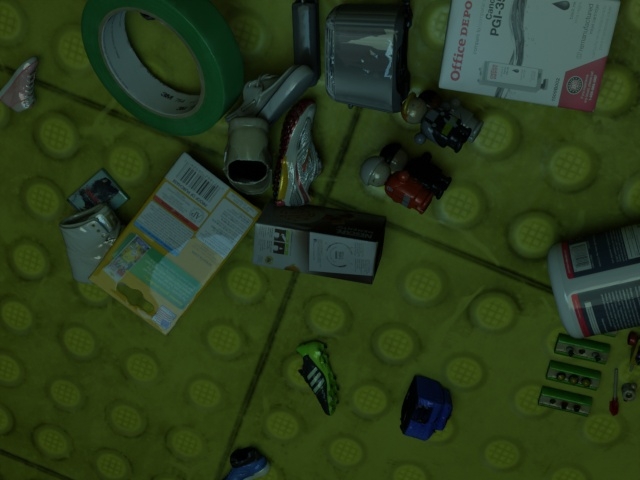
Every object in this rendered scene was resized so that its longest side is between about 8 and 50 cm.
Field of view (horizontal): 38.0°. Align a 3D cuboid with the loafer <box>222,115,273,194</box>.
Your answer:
[{"bbox_3d":[-0.144,-0.145,1.801,0.101,0.092,0.268,4,159,1],"label":"loafer"}]

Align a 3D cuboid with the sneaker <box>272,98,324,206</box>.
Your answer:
[{"bbox_3d":[-0.036,-0.174,1.853,0.092,0.088,0.225,5,117,-13],"label":"sneaker"}]

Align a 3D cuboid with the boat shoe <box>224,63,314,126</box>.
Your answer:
[{"bbox_3d":[-0.106,-0.272,1.773,0.088,0.096,0.267,51,148,-1],"label":"boat shoe"}]

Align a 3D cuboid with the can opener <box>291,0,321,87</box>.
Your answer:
[{"bbox_3d":[-0.012,-0.424,1.726,0.093,0.074,0.280,7,116,8],"label":"can opener"}]

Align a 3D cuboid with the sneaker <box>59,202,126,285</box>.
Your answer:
[{"bbox_3d":[-0.418,0.004,1.981,0.292,0.108,0.169,-2,123,13],"label":"sneaker"}]

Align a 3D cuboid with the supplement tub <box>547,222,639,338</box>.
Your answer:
[{"bbox_3d":[0.582,0.069,1.759,0.272,0.191,0.191,-14,110,18],"label":"supplement tub"}]

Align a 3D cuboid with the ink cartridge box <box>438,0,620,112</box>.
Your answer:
[{"bbox_3d":[0.362,-0.357,1.651,0.283,0.117,0.207,10,118,7],"label":"ink cartridge box"}]

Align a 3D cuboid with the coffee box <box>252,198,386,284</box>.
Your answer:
[{"bbox_3d":[0.000,0.000,1.881,0.246,0.141,0.098,10,115,8],"label":"coffee box"}]

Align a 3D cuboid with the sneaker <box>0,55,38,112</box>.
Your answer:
[{"bbox_3d":[-0.605,-0.317,1.917,0.070,0.051,0.134,44,119,-11],"label":"sneaker"}]

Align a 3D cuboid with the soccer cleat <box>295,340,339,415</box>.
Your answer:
[{"bbox_3d":[-0.006,0.307,2.075,0.072,0.060,0.179,-7,107,25],"label":"soccer cleat"}]

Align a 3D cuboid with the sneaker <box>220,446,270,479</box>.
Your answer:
[{"bbox_3d":[-0.203,0.543,2.217,0.152,0.058,0.085,-28,112,18],"label":"sneaker"}]

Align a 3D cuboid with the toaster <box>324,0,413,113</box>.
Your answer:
[{"bbox_3d":[0.089,-0.346,1.708,0.146,0.129,0.227,6,122,12],"label":"toaster"}]

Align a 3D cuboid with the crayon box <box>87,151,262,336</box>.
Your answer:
[{"bbox_3d":[-0.295,0.006,1.909,0.203,0.083,0.323,38,89,-6],"label":"crayon box"}]

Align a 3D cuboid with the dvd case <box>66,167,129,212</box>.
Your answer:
[{"bbox_3d":[-0.482,-0.090,2.014,0.119,0.013,0.087,-34,103,25],"label":"dvd case"}]

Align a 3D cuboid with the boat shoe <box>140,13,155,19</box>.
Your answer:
[{"bbox_3d":[-0.308,-0.528,1.744,0.081,0.069,0.228,9,116,8],"label":"boat shoe"}]

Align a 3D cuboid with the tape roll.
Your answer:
[{"bbox_3d":[-0.297,-0.348,1.747,0.321,0.077,0.321,21,140,19],"label":"tape roll"}]

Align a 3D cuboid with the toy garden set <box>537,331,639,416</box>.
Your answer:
[{"bbox_3d":[0.582,0.273,1.932,0.203,0.049,0.244,12,116,6],"label":"toy garden set"}]

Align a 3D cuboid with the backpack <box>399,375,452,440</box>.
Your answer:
[{"bbox_3d":[0.228,0.377,2.029,0.101,0.098,0.120,20,116,-2],"label":"backpack"}]

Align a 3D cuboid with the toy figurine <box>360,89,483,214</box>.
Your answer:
[{"bbox_3d":[0.186,-0.174,1.726,0.148,0.213,0.210,33,115,11],"label":"toy figurine"}]
